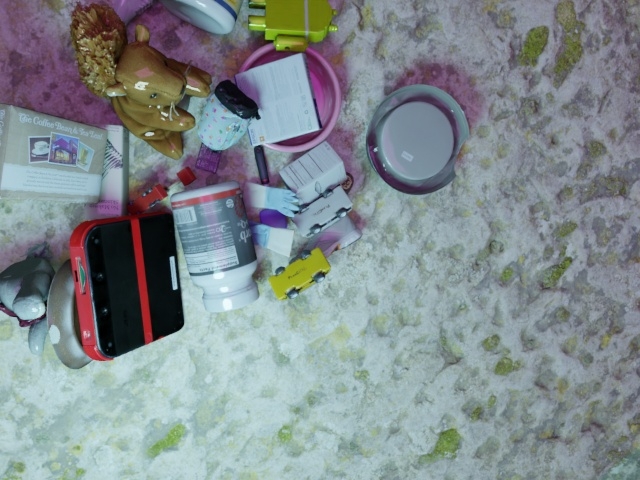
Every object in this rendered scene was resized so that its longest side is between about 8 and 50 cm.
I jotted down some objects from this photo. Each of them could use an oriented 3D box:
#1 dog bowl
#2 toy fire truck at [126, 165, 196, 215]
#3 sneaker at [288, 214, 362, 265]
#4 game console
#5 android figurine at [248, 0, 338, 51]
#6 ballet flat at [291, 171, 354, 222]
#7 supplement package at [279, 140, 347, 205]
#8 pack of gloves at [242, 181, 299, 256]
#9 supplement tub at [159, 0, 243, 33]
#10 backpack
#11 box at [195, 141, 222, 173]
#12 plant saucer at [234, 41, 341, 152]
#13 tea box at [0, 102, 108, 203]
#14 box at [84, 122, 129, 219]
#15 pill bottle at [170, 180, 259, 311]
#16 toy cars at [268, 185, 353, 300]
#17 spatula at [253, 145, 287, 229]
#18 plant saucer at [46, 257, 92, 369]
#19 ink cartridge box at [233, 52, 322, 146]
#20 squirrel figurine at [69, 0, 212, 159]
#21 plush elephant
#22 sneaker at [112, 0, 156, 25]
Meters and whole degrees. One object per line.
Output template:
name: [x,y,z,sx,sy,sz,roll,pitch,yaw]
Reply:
dog bowl: [0.307,-0.323,1.619,0.348,0.102,0.349,-1,96,-10]
toy fire truck: [-0.480,-0.146,1.490,0.192,0.135,0.047,-26,103,28]
sneaker: [0.000,0.000,1.612,0.262,0.099,0.121,-30,89,-11]
game console: [-0.541,0.122,1.423,0.060,0.342,0.387,1,99,26]
android figurine: [-0.081,-0.674,1.481,0.272,0.056,0.249,0,69,-10]
ballet flat: [0.009,-0.135,1.605,0.249,0.058,0.084,-35,102,-5]
supplement package: [-0.021,-0.205,1.549,0.179,0.105,0.105,-35,65,-5]
pack of gloves: [-0.154,-0.069,1.536,0.046,0.232,0.195,1,101,-55]
supplement tub: [-0.302,-0.779,1.386,0.228,0.228,0.317,20,93,-12]
backpack: [-0.278,-0.352,1.437,0.152,0.115,0.182,46,128,9]
box: [-0.349,-0.258,1.543,0.067,0.018,0.083,15,94,-12]
plant saucer: [-0.102,-0.440,1.537,0.331,0.084,0.333,-1,97,-10]
tea box: [-0.791,-0.228,1.258,0.323,0.329,0.220,11,95,14]
box: [-0.630,-0.200,1.458,0.113,0.094,0.276,0,96,-10]
pill bottle: [-0.307,0.016,1.486,0.210,0.210,0.363,-14,99,-9]
toy cars: [-0.022,0.014,1.521,0.176,0.087,0.394,15,74,20]
spatula: [-0.171,-0.159,1.583,0.084,0.030,0.297,-12,98,-10]
plant saucer: [-0.659,0.201,1.387,0.050,0.310,0.311,-3,97,0]
ink cartridge box: [-0.124,-0.408,1.453,0.223,0.045,0.224,-10,100,18]
squirrel figurine: [-0.499,-0.432,1.309,0.396,0.370,0.281,30,91,-8]
plush elephant: [-0.809,0.193,1.402,0.271,0.330,0.256,-10,121,3]
sneaker: [-0.522,-0.710,1.428,0.094,0.090,0.235,28,92,-22]
